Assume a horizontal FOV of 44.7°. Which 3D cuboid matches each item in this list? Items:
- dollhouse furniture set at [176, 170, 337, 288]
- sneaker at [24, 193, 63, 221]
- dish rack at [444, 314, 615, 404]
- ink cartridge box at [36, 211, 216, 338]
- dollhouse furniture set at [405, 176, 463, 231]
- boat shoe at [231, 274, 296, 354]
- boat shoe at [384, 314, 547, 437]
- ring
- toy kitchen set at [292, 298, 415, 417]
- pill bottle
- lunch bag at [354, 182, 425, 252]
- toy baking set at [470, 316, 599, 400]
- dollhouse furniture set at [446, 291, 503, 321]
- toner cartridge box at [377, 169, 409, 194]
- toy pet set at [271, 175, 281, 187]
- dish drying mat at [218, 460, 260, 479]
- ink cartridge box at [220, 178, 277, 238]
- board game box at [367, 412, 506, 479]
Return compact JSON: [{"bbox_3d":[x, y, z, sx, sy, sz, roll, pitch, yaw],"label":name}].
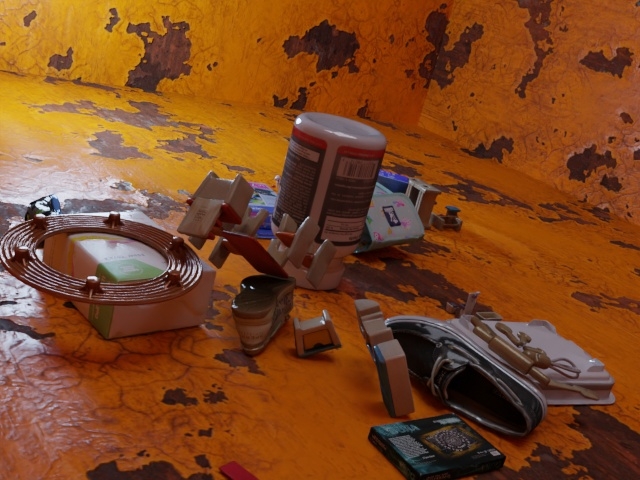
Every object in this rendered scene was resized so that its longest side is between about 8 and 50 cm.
[{"bbox_3d":[-0.146,-0.001,1.458,0.262,0.135,0.259,9,-27,35],"label":"dollhouse furniture set"},{"bbox_3d":[-0.584,-0.040,1.650,0.078,0.067,0.188,-15,30,-17],"label":"sneaker"},{"bbox_3d":[0.426,0.235,1.613,0.333,0.072,0.285,7,19,-27],"label":"dish rack"},{"bbox_3d":[-0.383,0.039,1.463,0.207,0.119,0.353,-5,27,-43],"label":"ink cartridge box"},{"bbox_3d":[0.354,-0.115,2.478,0.184,0.129,0.129,3,22,-30],"label":"dollhouse furniture set"},{"bbox_3d":[-0.111,0.130,1.495,0.104,0.089,0.285,3,13,11],"label":"boat shoe"},{"bbox_3d":[0.242,0.233,1.385,0.335,0.121,0.119,24,16,20],"label":"boat shoe"},{"bbox_3d":[-0.364,0.017,1.316,0.336,0.032,0.336,11,21,-4],"label":"ring"},{"bbox_3d":[0.051,0.215,1.361,0.166,0.122,0.207,-15,26,-5],"label":"toy kitchen set"},{"bbox_3d":[0.005,-0.087,1.748,0.210,0.363,0.210,14,19,-5],"label":"pill bottle"},{"bbox_3d":[0.127,-0.063,2.106,0.223,0.160,0.262,-7,32,-44],"label":"lunch bag"},{"bbox_3d":[0.399,0.214,1.451,0.256,0.030,0.197,39,21,31],"label":"toy baking set"},{"bbox_3d":[0.368,0.145,1.805,0.114,0.081,0.091,2,22,-34],"label":"dollhouse furniture set"},{"bbox_3d":[0.073,-0.148,2.299,0.348,0.165,0.075,15,18,1],"label":"toner cartridge box"},{"bbox_3d":[-0.076,-0.192,2.424,0.122,0.065,0.114,7,5,26],"label":"toy pet set"},{"bbox_3d":[-0.097,0.323,1.039,0.083,0.008,0.032,26,20,32],"label":"dish drying mat"},{"bbox_3d":[-0.177,-0.087,2.094,0.186,0.065,0.311,4,23,-29],"label":"ink cartridge box"},{"bbox_3d":[0.183,0.325,1.223,0.186,0.026,0.126,1,23,-35],"label":"board game box"}]
